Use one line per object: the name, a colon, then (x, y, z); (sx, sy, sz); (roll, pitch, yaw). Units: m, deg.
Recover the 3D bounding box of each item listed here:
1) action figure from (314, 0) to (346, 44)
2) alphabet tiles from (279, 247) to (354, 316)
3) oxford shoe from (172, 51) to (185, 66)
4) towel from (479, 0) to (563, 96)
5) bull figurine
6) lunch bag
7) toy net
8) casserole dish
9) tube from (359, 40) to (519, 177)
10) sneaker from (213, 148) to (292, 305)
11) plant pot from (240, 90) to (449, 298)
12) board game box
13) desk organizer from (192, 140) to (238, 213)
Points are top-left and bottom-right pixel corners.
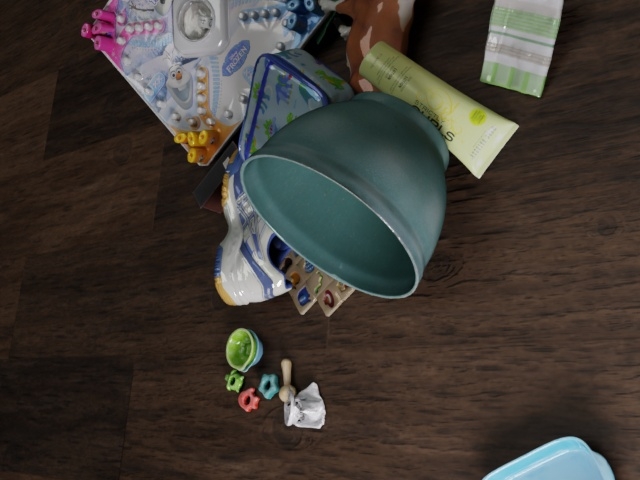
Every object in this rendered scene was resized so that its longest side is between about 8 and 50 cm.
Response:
action figure: (-0.010, -0.469, 1.475); (0.137, 0.063, 0.232); (-49, 53, 22)
alphabet tiles: (0.000, 0.000, 1.347); (0.198, 0.009, 0.237); (-47, 50, 20)
oxford shoe: (-0.196, -0.392, 1.609); (0.364, 0.130, 0.133); (-59, 14, 19)
towel: (0.277, -0.286, 1.140); (0.113, 0.023, 0.152); (30, 119, 45)
bull figurine: (0.082, -0.330, 1.319); (0.188, 0.101, 0.310); (-1, 75, 46)
lunch bag: (-0.046, -0.185, 1.315); (0.176, 0.090, 0.219); (43, 134, 27)
toy net: (-0.085, 0.241, 1.318); (0.232, 0.045, 0.122); (35, 100, 43)
casserole dish: (0.270, 0.311, 0.975); (0.188, 0.037, 0.114); (-38, 54, 27)
tube: (0.165, -0.200, 1.188); (0.240, 0.062, 0.070); (40, 147, 13)
sneaker: (-0.096, -0.029, 1.387); (0.131, 0.112, 0.296); (-7, 64, 14)
plant pot: (0.061, -0.084, 1.160); (0.293, 0.293, 0.196); (14, 59, 44)
board game box: (-0.229, -0.404, 1.499); (0.390, 0.050, 0.390); (49, 114, 15)
desk organizer: (-0.174, -0.115, 1.516); (0.130, 0.050, 0.047); (-49, 49, 19)
